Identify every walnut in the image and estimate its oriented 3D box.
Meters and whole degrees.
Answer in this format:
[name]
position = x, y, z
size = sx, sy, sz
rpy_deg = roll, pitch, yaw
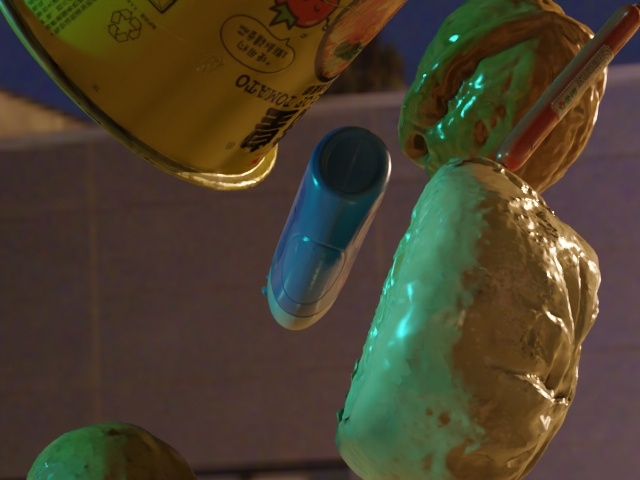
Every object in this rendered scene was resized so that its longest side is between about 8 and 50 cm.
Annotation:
[walnut]
position = 0.209, -0.167, 2.281
size = 0.257, 0.224, 0.257
rpy_deg = -11, -40, -10

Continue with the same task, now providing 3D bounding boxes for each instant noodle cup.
[instant noodle cup]
position = -0.068, -0.239, 1.533
size = 0.254, 0.325, 0.325
rpy_deg = -40, -25, 24

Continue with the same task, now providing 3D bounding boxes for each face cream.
[face cream]
position = 0.000, 0.000, 2.085
size = 0.083, 0.149, 0.264
rpy_deg = 23, -39, 0

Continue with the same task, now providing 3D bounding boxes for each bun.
[bun]
position = 0.153, 0.097, 1.907
size = 0.211, 0.359, 0.360
rpy_deg = 20, -7, 1

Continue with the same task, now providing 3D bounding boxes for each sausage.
[sausage]
position = 0.253, -0.157, 2.020
size = 0.034, 0.253, 0.034
rpy_deg = 36, -19, 14

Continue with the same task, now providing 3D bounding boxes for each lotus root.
[lotus root]
position = -0.146, 0.297, 1.521
size = 0.151, 0.342, 0.169
rpy_deg = -5, -31, -13
